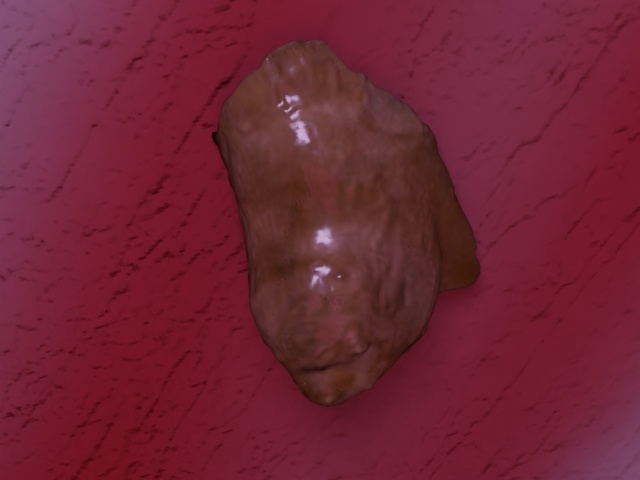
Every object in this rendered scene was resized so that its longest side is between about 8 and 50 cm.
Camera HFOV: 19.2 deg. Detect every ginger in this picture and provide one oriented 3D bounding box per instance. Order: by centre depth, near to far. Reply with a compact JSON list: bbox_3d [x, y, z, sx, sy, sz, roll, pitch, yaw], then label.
[{"bbox_3d":[-0.001,-0.004,1.001,0.115,0.122,0.193,-11,127,27],"label":"ginger"}]
